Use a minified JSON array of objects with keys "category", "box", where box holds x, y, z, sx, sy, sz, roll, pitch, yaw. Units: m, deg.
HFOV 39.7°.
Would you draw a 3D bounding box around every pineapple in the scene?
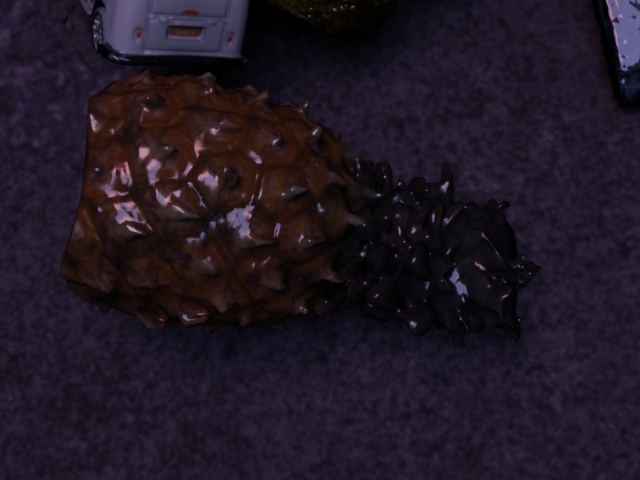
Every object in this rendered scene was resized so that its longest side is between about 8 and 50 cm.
[{"category":"pineapple","box":[0.000,0.000,0.514,0.278,0.158,0.158,15,82,-1]}]

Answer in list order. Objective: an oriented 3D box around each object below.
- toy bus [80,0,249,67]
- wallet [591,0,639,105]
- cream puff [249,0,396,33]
[{"category":"toy bus","box":[-0.109,-0.177,0.539,0.087,0.089,0.194,-4,39,-29]},{"category":"wallet","box":[0.350,-0.205,0.549,0.379,0.046,0.191,-10,80,4]},{"category":"cream puff","box":[0.009,-0.207,0.549,0.183,0.183,0.169,30,110,11]}]
